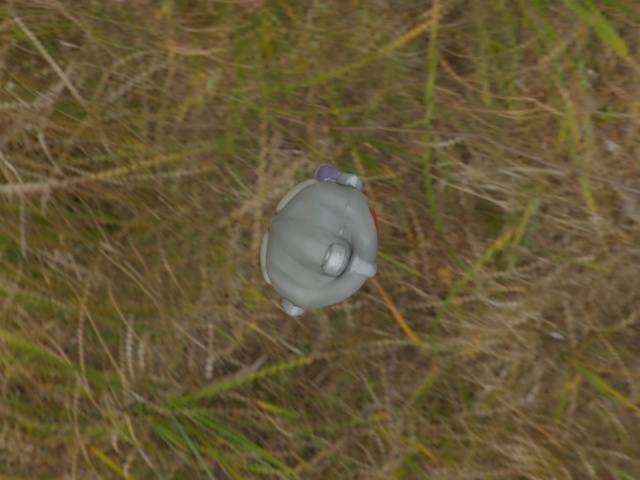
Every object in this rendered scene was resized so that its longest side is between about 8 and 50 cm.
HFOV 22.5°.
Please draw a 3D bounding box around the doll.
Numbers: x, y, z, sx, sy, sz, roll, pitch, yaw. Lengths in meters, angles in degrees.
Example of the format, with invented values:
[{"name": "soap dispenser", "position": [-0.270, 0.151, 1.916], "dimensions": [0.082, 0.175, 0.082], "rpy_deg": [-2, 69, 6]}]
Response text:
[{"name": "doll", "position": [0.000, 0.000, 1.081], "dimensions": [0.075, 0.227, 0.102], "rpy_deg": [21, 97, -6]}]
